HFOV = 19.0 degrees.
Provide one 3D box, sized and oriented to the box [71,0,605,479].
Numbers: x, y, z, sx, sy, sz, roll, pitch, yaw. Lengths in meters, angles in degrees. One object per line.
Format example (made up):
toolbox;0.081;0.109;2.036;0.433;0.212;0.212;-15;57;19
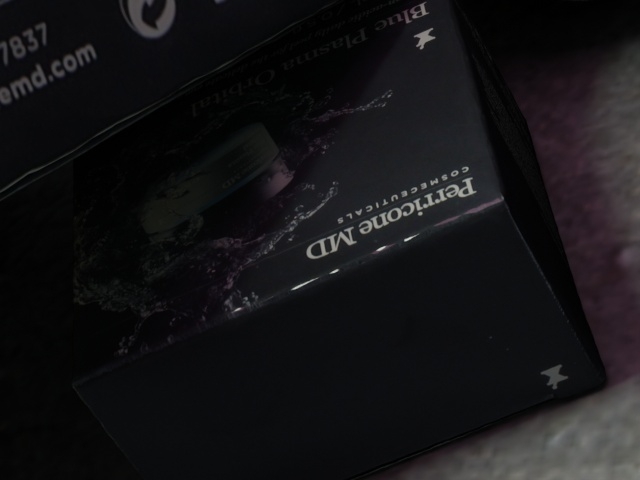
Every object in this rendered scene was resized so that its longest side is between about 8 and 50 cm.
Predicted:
box;0.000;0.000;0.680;0.156;0.093;0.158;-24;37;11

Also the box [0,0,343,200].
box;-0.290;-0.226;0.719;0.480;0.471;0.297;-9;20;47
